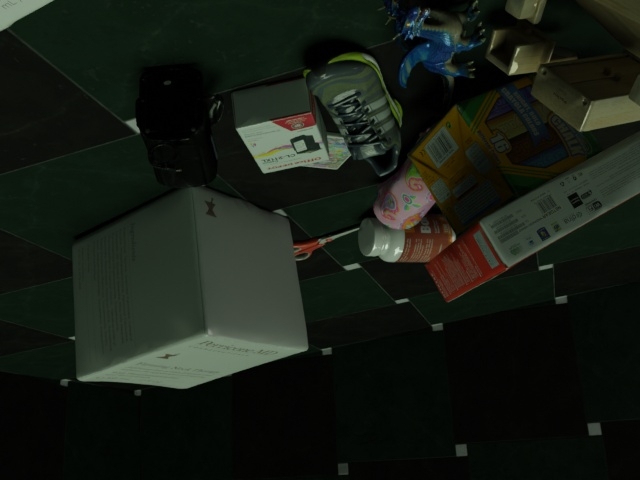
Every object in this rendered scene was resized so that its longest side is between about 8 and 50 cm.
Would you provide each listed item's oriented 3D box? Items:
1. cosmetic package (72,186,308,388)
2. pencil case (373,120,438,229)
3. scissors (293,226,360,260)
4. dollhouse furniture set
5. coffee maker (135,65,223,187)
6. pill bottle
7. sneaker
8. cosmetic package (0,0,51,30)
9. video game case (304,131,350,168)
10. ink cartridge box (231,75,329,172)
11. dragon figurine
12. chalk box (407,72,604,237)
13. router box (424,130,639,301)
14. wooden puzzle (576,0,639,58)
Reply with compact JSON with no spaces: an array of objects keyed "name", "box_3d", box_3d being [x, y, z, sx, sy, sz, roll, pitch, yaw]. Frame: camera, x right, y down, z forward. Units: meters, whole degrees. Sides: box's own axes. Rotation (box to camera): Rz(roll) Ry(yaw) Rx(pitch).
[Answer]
[{"name":"cosmetic package","box_3d":[-0.294,0.120,1.593,0.393,0.328,0.329,-22,155,31]},{"name":"pencil case","box_3d":[0.204,-0.124,1.436,0.124,0.124,0.284,-1,158,-18]},{"name":"scissors","box_3d":[0.000,0.000,1.819,0.109,0.021,0.297,14,152,-42]},{"name":"dollhouse furniture set","box_3d":[0.399,-0.333,0.890,0.173,0.303,0.356,-13,134,-25]},{"name":"coffee maker","box_3d":[-0.226,-0.151,1.115,0.120,0.171,0.178,18,158,6]},{"name":"pill bottle","box_3d":[0.206,-0.007,1.734,0.216,0.121,0.121,1,158,-23]},{"name":"sneaker","box_3d":[0.069,-0.201,1.161,0.111,0.121,0.300,-17,158,23]},{"name":"cosmetic package","box_3d":[-0.343,-0.350,0.558,0.217,0.156,0.385,-16,159,25]},{"name":"video game case","box_3d":[0.020,-0.171,1.382,0.087,0.011,0.122,3,157,-27]},{"name":"ink cartridge box","box_3d":[-0.062,-0.190,1.212,0.127,0.073,0.175,-11,159,7]},{"name":"dragon figurine","box_3d":[0.149,-0.276,1.040,0.143,0.085,0.289,-6,164,-2]},{"name":"chalk box","box_3d":[0.334,-0.158,1.230,0.288,0.179,0.180,-24,169,-28]},{"name":"router box","box_3d":[0.366,-0.034,1.188,0.335,0.082,0.301,-28,171,-12]},{"name":"wooden puzzle","box_3d":[0.490,-0.321,0.948,0.044,0.221,0.238,-48,-178,-29]}]
